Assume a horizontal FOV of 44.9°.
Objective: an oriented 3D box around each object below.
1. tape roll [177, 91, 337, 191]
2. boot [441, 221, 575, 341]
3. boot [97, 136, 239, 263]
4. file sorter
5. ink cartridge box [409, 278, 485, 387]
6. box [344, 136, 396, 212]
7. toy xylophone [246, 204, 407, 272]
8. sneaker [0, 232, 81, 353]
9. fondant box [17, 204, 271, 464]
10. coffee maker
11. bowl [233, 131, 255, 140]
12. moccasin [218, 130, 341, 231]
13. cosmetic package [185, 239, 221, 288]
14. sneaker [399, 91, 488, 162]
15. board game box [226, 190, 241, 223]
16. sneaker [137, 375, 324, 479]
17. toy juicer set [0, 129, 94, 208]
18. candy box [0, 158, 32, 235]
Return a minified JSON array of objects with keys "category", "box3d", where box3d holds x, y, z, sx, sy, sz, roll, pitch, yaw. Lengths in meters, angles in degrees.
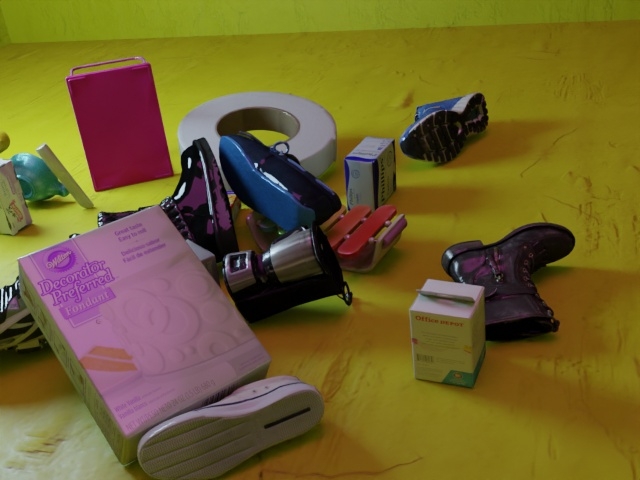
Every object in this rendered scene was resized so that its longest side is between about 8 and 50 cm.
[{"category":"tape roll","box3d":[-0.152,-0.249,1.897,0.391,0.072,0.392,0,37,0]},{"category":"boot","box3d":[0.339,0.079,1.291,0.262,0.091,0.229,-13,33,-4]},{"category":"boot","box3d":[-0.313,-0.060,1.545,0.260,0.131,0.348,-14,45,-4]},{"category":"file sorter","box3d":[-0.512,-0.308,1.984,0.202,0.291,0.182,-13,25,-11]},{"category":"ink cartridge box","box3d":[0.190,0.128,1.145,0.092,0.143,0.090,7,30,24]},{"category":"box","box3d":[0.112,-0.145,1.704,0.072,0.126,0.137,9,32,24]},{"category":"toy xylophone","box3d":[0.000,0.000,1.501,0.322,0.081,0.236,5,30,22]},{"category":"sneaker","box3d":[-0.495,0.142,1.320,0.330,0.146,0.122,-34,33,2]},{"category":"fondant box","box3d":[-0.265,0.126,1.150,0.238,0.096,0.330,-25,62,-31]},{"category":"coffee maker","box3d":[-0.058,0.073,1.328,0.178,0.171,0.120,-20,18,13]},{"category":"bowl","box3d":[-0.230,-0.249,2.031,0.170,0.080,0.170,-5,27,2]},{"category":"moccasin","box3d":[-0.085,-0.112,1.537,0.116,0.138,0.342,-19,44,-29]},{"category":"cosmetic package","box3d":[-0.290,0.105,1.320,0.238,0.127,0.107,-25,32,-28]},{"category":"sneaker","box3d":[0.291,-0.277,1.951,0.147,0.130,0.330,-1,21,42]},{"category":"board game box","box3d":[-0.263,-0.046,1.685,0.146,0.045,0.193,-3,28,7]},{"category":"sneaker","box3d":[-0.123,0.254,1.058,0.258,0.094,0.091,-12,10,-19]},{"category":"toy juicer set","box3d":[-0.710,-0.180,1.869,0.328,0.209,0.089,1,37,17]},{"category":"candy box","box3d":[-0.782,-0.107,1.791,0.196,0.165,0.070,8,33,24]}]
